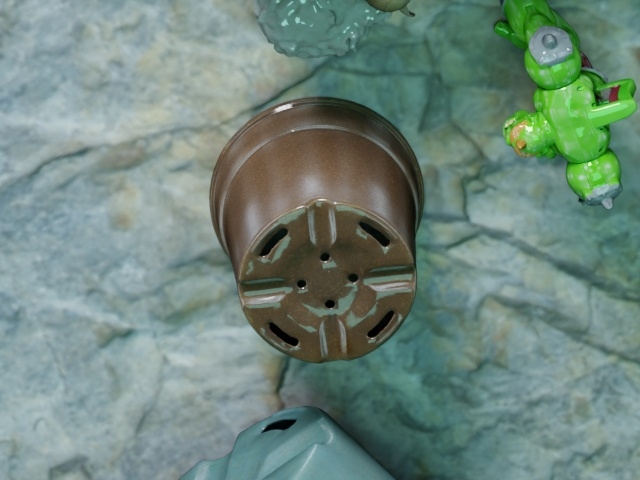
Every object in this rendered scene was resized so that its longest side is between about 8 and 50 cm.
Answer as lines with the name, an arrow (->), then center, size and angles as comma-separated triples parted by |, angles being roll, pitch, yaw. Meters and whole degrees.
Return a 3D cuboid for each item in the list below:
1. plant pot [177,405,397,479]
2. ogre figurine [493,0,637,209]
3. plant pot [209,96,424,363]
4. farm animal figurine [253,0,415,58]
plant pot -> 0.009, 0.330, 1.404 | 0.341, 0.341, 0.334 | -38, 102, 12
ogre figurine -> 0.177, -0.104, 1.325 | 0.097, 0.118, 0.197 | -4, 113, -2
plant pot -> 0.000, 0.000, 1.334 | 0.167, 0.165, 0.167 | -1, 113, -2
farm animal figurine -> 0.050, -0.272, 1.157 | 0.327, 0.172, 0.330 | -28, 135, 12
